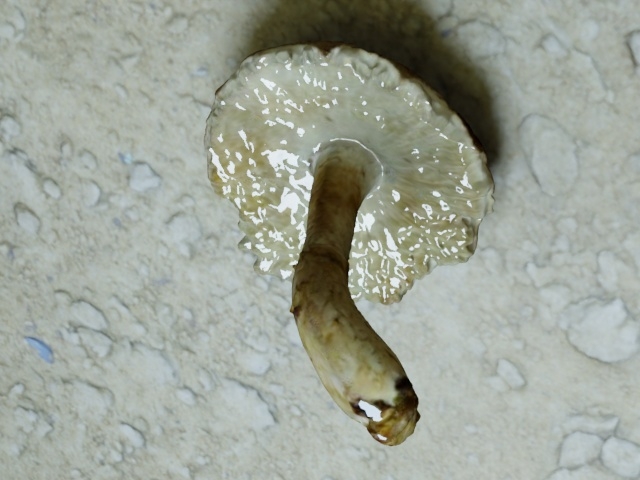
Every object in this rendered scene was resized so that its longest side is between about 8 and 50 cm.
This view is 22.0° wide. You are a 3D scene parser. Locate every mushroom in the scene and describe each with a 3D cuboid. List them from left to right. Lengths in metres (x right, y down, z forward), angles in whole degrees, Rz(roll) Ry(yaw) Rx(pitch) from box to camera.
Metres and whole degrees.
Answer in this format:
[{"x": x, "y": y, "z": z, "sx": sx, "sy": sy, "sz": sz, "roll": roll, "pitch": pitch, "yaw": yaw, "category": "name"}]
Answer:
[{"x": 0.021, "y": -0.028, "z": 1.208, "sx": 0.233, "sy": 0.302, "sz": 0.208, "roll": 38, "pitch": 96, "yaw": -15, "category": "mushroom"}]
